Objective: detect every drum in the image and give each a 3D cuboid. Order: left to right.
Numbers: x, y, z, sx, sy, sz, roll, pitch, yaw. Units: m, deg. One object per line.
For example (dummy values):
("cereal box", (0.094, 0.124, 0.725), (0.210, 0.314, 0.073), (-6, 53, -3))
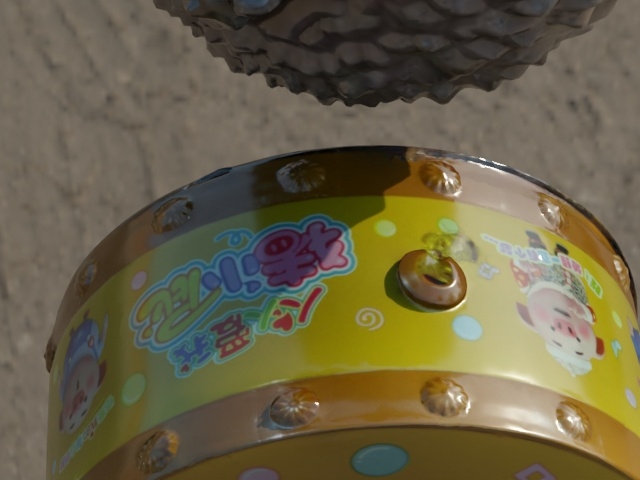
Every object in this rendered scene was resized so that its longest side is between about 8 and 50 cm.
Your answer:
("drum", (0.023, 0.152, 1.312), (0.431, 0.431, 0.214), (-3, 49, -3))

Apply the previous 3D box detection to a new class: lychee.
("lychee", (0.051, -0.267, 1.142), (0.380, 0.380, 0.432), (25, 57, 20))
